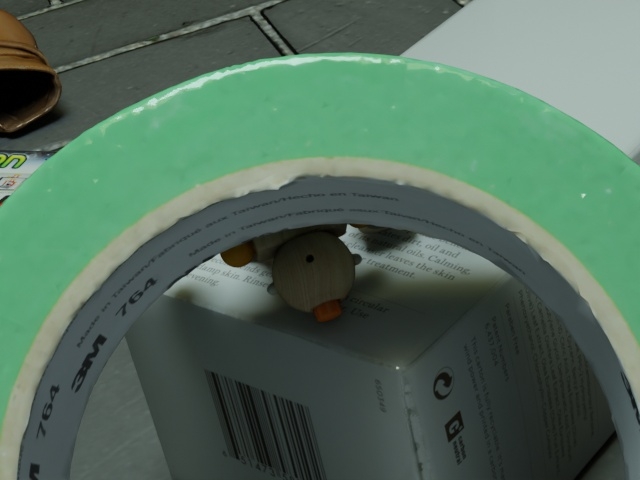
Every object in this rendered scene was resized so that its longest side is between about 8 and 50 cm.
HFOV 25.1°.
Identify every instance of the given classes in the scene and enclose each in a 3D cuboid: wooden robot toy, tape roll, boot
[{"bbox_3d":[0.000,0.000,0.633,0.173,0.076,0.079,-18,68,-6],"label":"wooden robot toy"},{"bbox_3d":[0.005,0.093,0.533,0.321,0.321,0.077,-12,-12,3],"label":"tape roll"},{"bbox_3d":[-0.375,-0.123,1.243,0.283,0.109,0.220,-19,34,-24],"label":"boot"}]

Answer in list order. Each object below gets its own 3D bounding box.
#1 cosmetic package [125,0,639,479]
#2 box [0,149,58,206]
[{"bbox_3d":[0.090,0.001,0.780,0.197,0.155,0.365,15,40,40],"label":"cosmetic package"},{"bbox_3d":[-0.261,-0.026,1.081,0.207,0.036,0.114,4,34,27],"label":"box"}]
